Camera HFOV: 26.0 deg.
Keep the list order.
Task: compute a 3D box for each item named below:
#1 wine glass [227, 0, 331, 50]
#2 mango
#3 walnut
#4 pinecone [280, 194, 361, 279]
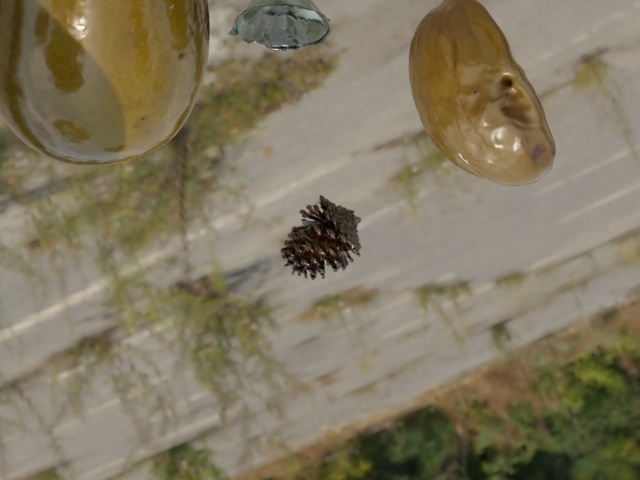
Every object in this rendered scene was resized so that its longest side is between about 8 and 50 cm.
[{"bbox_3d":[-0.045,-0.328,1.629,0.122,0.183,0.122,-1,164,0],"label":"wine glass"},{"bbox_3d":[-0.209,-0.232,1.260,0.221,0.264,0.378,1,148,-7],"label":"mango"},{"bbox_3d":[0.143,-0.138,1.394,0.087,0.211,0.167,-28,-176,-15],"label":"walnut"},{"bbox_3d":[0.002,0.001,1.782,0.109,0.102,0.102,-45,176,-19],"label":"pinecone"}]
